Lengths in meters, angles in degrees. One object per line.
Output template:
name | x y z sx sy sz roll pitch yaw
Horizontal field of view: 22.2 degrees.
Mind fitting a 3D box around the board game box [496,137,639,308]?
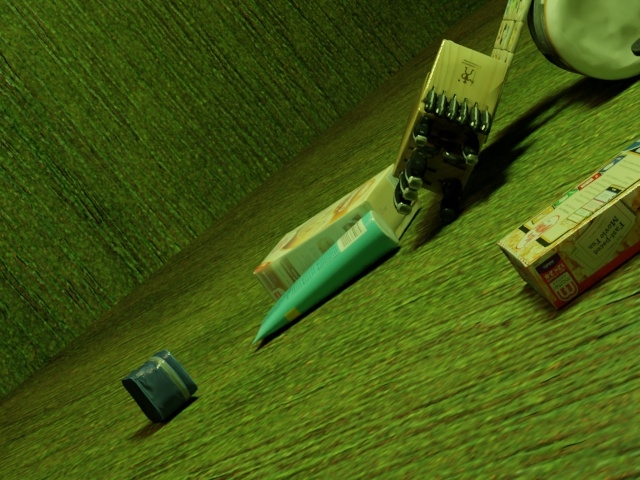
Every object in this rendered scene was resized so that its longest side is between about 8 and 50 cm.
board game box | 0.239 -0.030 1.289 0.193 0.045 0.147 -36 7 3

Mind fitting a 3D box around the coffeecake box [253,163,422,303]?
coffeecake box | 0.023 -0.003 2.056 0.185 0.068 0.142 -33 8 25

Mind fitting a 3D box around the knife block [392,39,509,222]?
knife block | 0.138 -0.102 1.955 0.275 0.088 0.242 114 178 -70

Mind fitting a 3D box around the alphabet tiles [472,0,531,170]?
alphabet tiles | 0.224 -0.208 2.105 0.198 0.009 0.237 -92 19 -82

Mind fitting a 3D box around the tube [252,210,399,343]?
tube | 0.000 0.048 1.938 0.207 0.052 0.080 -40 1 14

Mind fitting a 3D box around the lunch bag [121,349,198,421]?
lunch bag | -0.187 0.170 1.927 0.065 0.067 0.098 -38 6 -18

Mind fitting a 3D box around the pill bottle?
pill bottle | 0.340 -0.283 2.004 0.162 0.162 0.278 -35 6 5

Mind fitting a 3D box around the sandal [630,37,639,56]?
sandal | 0.414 -0.218 1.757 0.179 0.040 0.067 -10 29 42
